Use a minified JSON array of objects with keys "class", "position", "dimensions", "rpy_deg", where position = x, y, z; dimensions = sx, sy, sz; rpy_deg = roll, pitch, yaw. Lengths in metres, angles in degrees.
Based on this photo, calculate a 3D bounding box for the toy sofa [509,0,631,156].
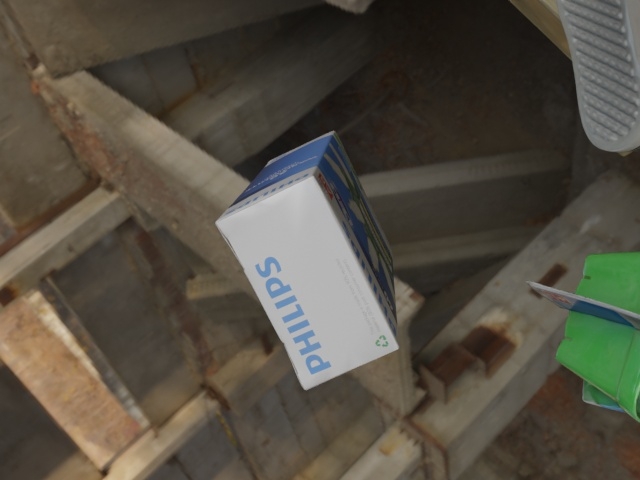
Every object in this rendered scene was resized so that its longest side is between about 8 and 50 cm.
[{"class":"toy sofa","position":[0.341,-0.296,1.048],"dimensions":[0.362,0.177,0.150],"rpy_deg":[47,-178,7]}]

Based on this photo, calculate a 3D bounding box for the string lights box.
[{"class":"string lights box","position":[0.000,0.000,0.662],"dimensions":[0.133,0.076,0.260],"rpy_deg":[63,-171,-11]}]

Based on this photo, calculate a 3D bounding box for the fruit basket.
[{"class":"fruit basket","position":[0.394,0.126,0.693],"dimensions":[0.327,0.166,0.353],"rpy_deg":[19,-175,-39]}]

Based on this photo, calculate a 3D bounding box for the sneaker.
[{"class":"sneaker","position":[0.337,-0.249,0.884],"dimensions":[0.126,0.127,0.321],"rpy_deg":[-14,78,62]}]
